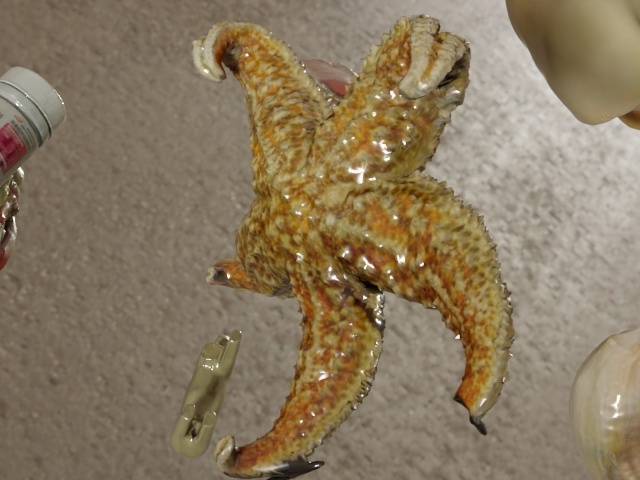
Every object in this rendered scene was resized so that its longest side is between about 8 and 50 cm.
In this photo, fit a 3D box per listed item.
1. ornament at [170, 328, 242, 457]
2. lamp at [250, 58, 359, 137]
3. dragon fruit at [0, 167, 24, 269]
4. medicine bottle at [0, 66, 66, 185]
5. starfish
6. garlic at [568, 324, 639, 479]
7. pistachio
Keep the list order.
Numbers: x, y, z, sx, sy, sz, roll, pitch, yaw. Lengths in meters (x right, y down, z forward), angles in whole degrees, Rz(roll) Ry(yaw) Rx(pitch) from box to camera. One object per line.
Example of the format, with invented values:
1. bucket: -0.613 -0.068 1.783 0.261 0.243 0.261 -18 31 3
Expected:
1. ornament: -0.172 0.223 1.720 0.061 0.245 0.230 19 58 -4
2. lamp: -0.003 -0.137 1.412 0.177 0.177 0.274 30 11 -16
3. dragon fruit: -0.389 -0.025 0.985 0.237 0.231 0.303 27 20 -27
4. medicine bottle: -0.237 -0.079 0.821 0.058 0.058 0.091 38 59 0
5. starfish: -0.004 0.002 0.700 0.113 0.312 0.303 8 82 -36
6. garlic: 0.266 0.134 0.913 0.090 0.128 0.198 -77 151 -65
7. pistachio: 0.367 -0.300 1.224 0.281 0.366 0.445 10 4 -12
